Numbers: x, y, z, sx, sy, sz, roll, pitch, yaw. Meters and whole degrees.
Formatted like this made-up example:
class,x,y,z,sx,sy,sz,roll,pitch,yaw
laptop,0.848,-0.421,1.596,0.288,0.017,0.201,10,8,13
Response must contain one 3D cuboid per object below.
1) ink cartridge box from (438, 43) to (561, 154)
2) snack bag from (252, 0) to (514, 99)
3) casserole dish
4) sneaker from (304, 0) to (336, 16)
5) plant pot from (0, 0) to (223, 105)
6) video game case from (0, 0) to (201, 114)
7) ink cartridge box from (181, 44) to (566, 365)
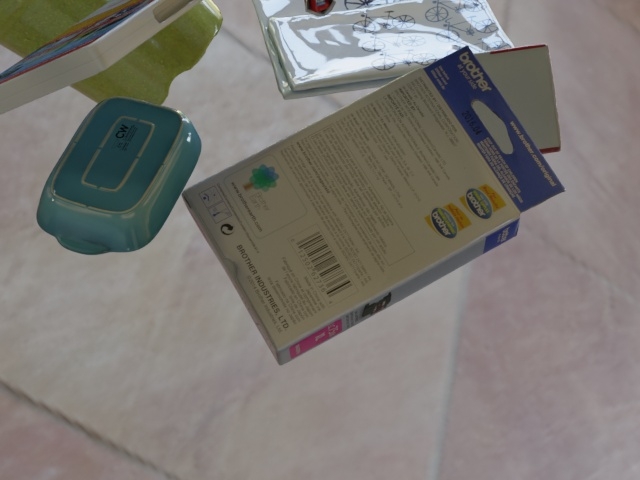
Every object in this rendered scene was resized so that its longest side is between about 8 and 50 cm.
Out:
class,x,y,z,sx,sy,sz,roll,pitch,yaw
ink cartridge box,0.205,-0.156,1.724,0.176,0.128,0.127,-49,130,-86
snack bag,0.072,-0.321,2.035,0.323,0.037,0.342,-9,42,-8
casserole dish,-0.177,-0.065,1.284,0.114,0.037,0.188,15,48,10
sneaker,-0.010,-0.330,1.818,0.118,0.042,0.067,62,15,-54
plant pot,-0.268,-0.285,1.766,0.254,0.276,0.276,40,39,-17
video game case,-0.171,-0.191,1.267,0.285,0.204,0.025,-45,113,-45
ink cartridge box,0.051,-0.037,1.371,0.311,0.065,0.185,-29,69,-6
